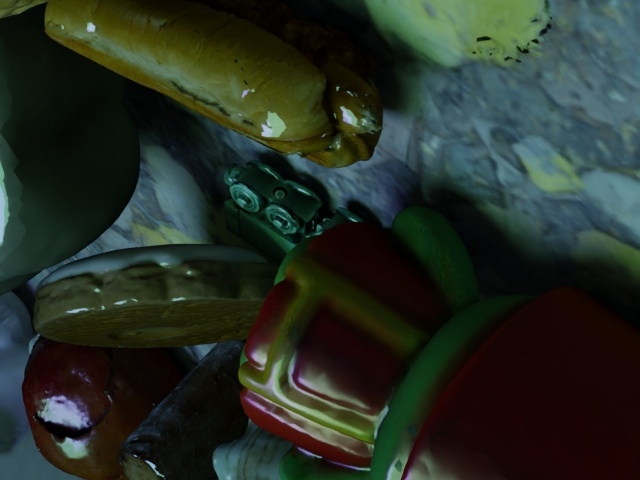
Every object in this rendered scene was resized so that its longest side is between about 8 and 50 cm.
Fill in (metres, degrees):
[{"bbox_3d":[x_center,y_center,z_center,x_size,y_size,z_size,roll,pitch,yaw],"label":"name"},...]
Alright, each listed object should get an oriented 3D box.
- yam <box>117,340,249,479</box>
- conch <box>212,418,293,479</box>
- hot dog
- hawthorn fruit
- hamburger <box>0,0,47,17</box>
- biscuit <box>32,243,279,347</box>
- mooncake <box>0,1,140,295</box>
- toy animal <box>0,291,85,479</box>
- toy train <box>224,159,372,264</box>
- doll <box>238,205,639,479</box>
[{"bbox_3d":[-0.090,0.143,1.217,0.079,0.141,0.079,33,151,21],"label":"yam"},{"bbox_3d":[0.038,0.208,1.081,0.386,0.203,0.169,28,111,58],"label":"conch"},{"bbox_3d":[-0.053,-0.106,0.873,0.249,0.076,0.102,28,-174,36],"label":"hot dog"},{"bbox_3d":[-0.192,0.125,1.357,0.148,0.148,0.172,-2,112,57],"label":"hawthorn fruit"},{"bbox_3d":[-0.162,-0.238,0.749,0.319,0.158,0.318,29,150,19],"label":"hamburger"},{"bbox_3d":[-0.102,0.038,1.068,0.181,0.049,0.208,-5,170,12],"label":"biscuit"},{"bbox_3d":[-0.238,-0.089,1.037,0.275,0.135,0.275,17,118,36],"label":"mooncake"},{"bbox_3d":[-0.386,0.128,1.583,0.368,0.196,0.241,34,154,18],"label":"toy animal"},{"bbox_3d":[0.000,0.000,0.990,0.148,0.038,0.071,33,154,24],"label":"toy train"},{"bbox_3d":[0.116,0.118,0.826,0.363,0.182,0.160,30,-176,21],"label":"doll"}]
